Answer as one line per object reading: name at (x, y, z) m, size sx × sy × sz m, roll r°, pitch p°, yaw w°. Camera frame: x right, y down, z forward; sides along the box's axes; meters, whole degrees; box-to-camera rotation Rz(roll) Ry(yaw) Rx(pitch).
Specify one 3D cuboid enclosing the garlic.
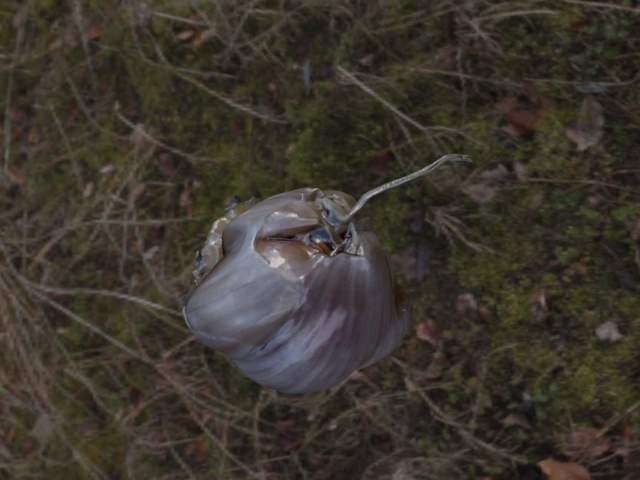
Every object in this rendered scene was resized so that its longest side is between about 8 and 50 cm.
garlic at (0.000, 0.000, 0.803) m, size 0.207 × 0.207 × 0.257 m, roll 37°, pitch 92°, yaw 40°
